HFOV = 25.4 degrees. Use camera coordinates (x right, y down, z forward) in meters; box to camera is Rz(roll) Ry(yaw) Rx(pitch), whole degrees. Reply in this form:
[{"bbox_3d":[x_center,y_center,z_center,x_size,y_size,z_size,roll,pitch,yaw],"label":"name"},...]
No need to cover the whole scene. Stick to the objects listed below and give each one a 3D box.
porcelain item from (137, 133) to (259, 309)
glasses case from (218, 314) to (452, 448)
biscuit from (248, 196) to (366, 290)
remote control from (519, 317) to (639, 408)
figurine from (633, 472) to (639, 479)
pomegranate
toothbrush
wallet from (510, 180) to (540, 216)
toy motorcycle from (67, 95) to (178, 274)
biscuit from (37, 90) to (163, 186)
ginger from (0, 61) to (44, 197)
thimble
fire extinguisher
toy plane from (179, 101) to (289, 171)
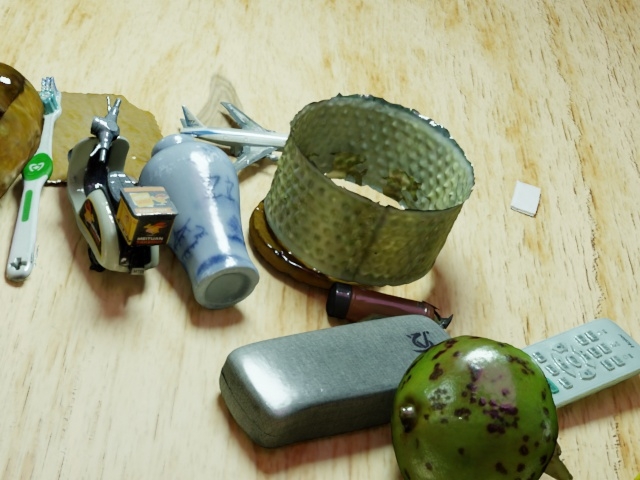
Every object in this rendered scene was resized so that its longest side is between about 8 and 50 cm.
[{"bbox_3d":[-0.162,-0.033,1.895,0.141,0.141,0.259,-2,47,-28],"label":"porcelain item"},{"bbox_3d":[0.035,0.170,1.758,0.323,0.074,0.131,-8,44,-34],"label":"glasses case"},{"bbox_3d":[0.000,0.000,2.010,0.212,0.036,0.212,13,36,-10],"label":"biscuit"},{"bbox_3d":[0.323,0.179,1.907,0.293,0.051,0.103,-15,46,-35],"label":"remote control"},{"bbox_3d":[0.431,0.311,1.670,0.344,0.187,0.215,-10,53,-27],"label":"figurine"},{"bbox_3d":[0.196,0.219,1.667,0.263,0.211,0.211,15,31,-35],"label":"pomegranate"},{"bbox_3d":[-0.385,-0.086,1.934,0.042,0.040,0.418,-8,43,4],"label":"toothbrush"},{"bbox_3d":[0.331,-0.069,2.288,0.044,0.011,0.083,22,34,3],"label":"wallet"},{"bbox_3d":[-0.272,-0.063,1.862,0.091,0.157,0.263,-2,41,-31],"label":"toy motorcycle"},{"bbox_3d":[-0.337,-0.151,2.078,0.232,0.013,0.237,1,39,-24],"label":"biscuit"},{"bbox_3d":[-0.469,-0.130,1.848,0.172,0.165,0.321,34,35,12],"label":"ginger"},{"bbox_3d":[0.068,-0.071,1.977,0.271,0.150,0.270,15,36,-11],"label":"thimble"},{"bbox_3d":[0.098,0.095,1.916,0.177,0.050,0.062,13,23,-11],"label":"fire extinguisher"},{"bbox_3d":[-0.109,-0.153,2.152,0.226,0.058,0.226,14,31,-14],"label":"toy plane"}]
